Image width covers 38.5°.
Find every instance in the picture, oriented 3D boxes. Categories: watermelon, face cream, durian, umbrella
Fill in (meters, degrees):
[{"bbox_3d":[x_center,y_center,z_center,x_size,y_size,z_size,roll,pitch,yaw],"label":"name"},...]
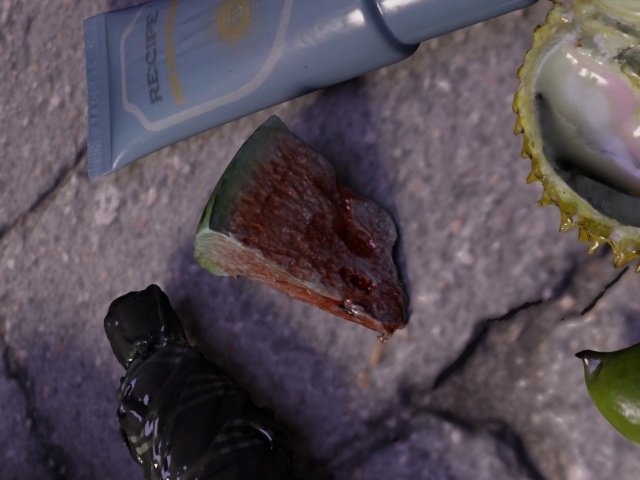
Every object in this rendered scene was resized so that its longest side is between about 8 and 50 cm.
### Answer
[{"bbox_3d":[-0.014,-0.012,0.600,0.158,0.121,0.098,23,75,26],"label":"watermelon"},{"bbox_3d":[-0.036,-0.144,0.640,0.385,0.086,0.136,-10,80,34],"label":"face cream"},{"bbox_3d":[0.204,-0.072,0.456,0.237,0.137,0.193,47,113,24],"label":"durian"},{"bbox_3d":[-0.067,0.186,0.608,0.154,0.128,0.336,-47,57,1],"label":"umbrella"}]

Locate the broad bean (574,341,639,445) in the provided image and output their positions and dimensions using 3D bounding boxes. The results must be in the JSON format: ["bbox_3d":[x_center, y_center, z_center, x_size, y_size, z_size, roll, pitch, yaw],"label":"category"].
[{"bbox_3d":[0.281,0.090,0.441,0.318,0.056,0.098,13,91,29],"label":"broad bean"}]
